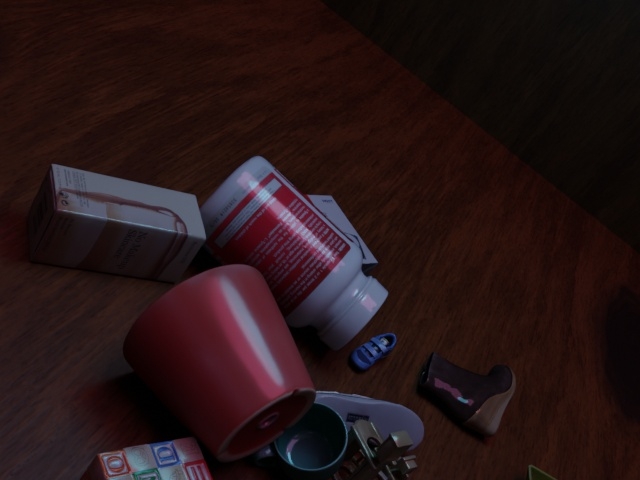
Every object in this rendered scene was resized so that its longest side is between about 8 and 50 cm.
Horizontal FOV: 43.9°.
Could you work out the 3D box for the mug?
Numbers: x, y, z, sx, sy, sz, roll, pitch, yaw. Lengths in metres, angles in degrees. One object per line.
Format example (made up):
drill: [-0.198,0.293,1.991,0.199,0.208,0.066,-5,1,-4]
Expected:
mug: [-0.032,0.363,1.419,0.158,0.097,0.129,14,55,8]

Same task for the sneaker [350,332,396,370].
sneaker: [0.118,0.243,1.765,0.053,0.059,0.144,49,35,13]

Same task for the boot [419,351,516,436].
boot: [0.347,0.321,1.857,0.207,0.090,0.248,39,36,-1]

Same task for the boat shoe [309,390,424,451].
boat shoe: [0.077,0.351,1.564,0.268,0.096,0.088,14,0,-24]

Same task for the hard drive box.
hard drive box: [0.000,0.000,1.932,0.181,0.089,0.232,-2,49,-46]

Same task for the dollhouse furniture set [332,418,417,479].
dollhouse furniture set: [0.124,0.379,1.480,0.161,0.182,0.101,3,46,-42]

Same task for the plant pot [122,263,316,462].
plant pot: [-0.151,0.214,1.332,0.275,0.275,0.243,-7,50,-48]

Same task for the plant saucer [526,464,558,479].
plant saucer: [0.512,0.603,1.703,0.188,0.045,0.188,32,32,-10]

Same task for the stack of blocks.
stack of blocks: [-0.217,0.446,1.152,0.171,0.087,0.297,1,47,-43]

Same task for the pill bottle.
pill bottle: [-0.062,0.034,1.684,0.408,0.229,0.229,43,32,-2]

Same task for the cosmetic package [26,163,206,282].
cosmetic package: [-0.391,-0.026,1.527,0.296,0.153,0.129,10,42,-34]
